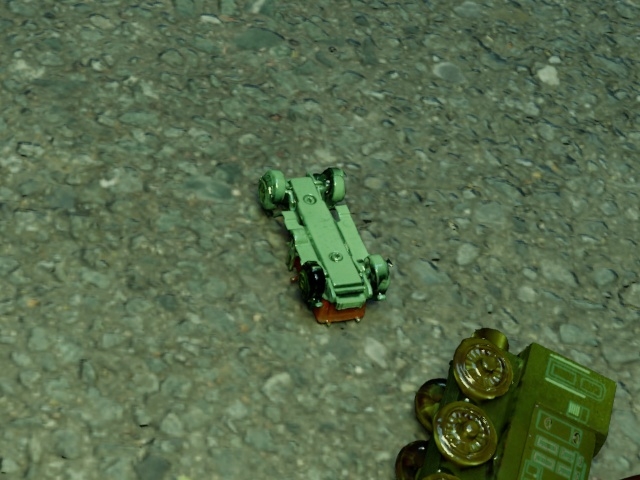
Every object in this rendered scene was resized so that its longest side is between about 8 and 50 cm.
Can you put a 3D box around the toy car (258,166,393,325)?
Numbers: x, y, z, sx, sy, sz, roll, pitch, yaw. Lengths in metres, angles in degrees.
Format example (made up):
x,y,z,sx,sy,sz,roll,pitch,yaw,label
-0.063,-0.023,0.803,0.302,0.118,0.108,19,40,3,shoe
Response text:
x,y,z,sx,sy,sz,roll,pitch,yaw,label
0.000,0.000,1.240,0.073,0.054,0.143,-7,48,-22,toy car

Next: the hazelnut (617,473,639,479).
x,y,z,sx,sy,sz,roll,pitch,yaw,label
0.237,0.277,0.867,0.409,0.359,0.359,-11,53,-28,hazelnut

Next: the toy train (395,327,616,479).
x,y,z,sx,sy,sz,roll,pitch,yaw,label
0.127,0.169,1.104,0.137,0.090,0.225,26,52,-7,toy train
